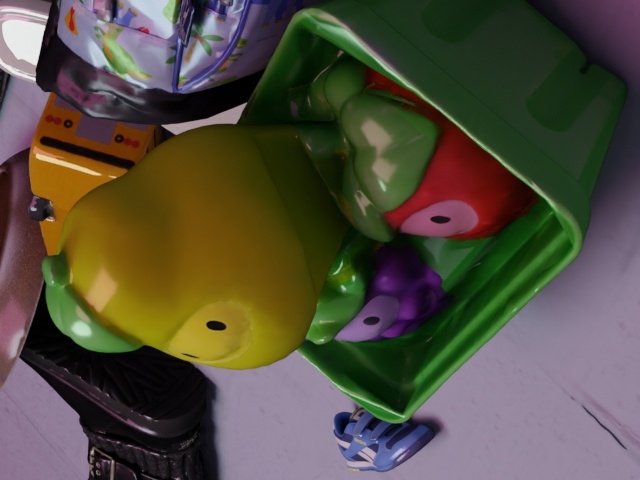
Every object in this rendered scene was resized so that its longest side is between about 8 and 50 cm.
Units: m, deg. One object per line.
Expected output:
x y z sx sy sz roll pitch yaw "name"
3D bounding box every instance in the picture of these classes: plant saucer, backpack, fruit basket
-0.374 0.031 1.813 0.310 0.050 0.311 -166 90 -68 "plant saucer"
-0.048 -0.270 1.103 0.273 0.290 0.356 27 131 31 "backpack"
0.000 0.000 1.135 0.283 0.392 0.392 40 147 4 "fruit basket"

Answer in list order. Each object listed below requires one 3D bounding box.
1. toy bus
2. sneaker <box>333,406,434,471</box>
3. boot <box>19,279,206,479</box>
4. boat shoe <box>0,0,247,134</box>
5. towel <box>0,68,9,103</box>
-0.219 -0.044 1.584 0.108 0.130 0.333 15 159 2 "toy bus"
0.057 0.195 1.554 0.144 0.053 0.059 -18 101 57 "sneaker"
-0.275 0.213 1.950 0.348 0.131 0.260 37 143 29 "boot"
-0.146 -0.167 1.399 0.305 0.091 0.109 19 133 -3 "boat shoe"
-0.460 -0.321 1.819 0.324 0.056 0.312 48 150 10 "towel"
